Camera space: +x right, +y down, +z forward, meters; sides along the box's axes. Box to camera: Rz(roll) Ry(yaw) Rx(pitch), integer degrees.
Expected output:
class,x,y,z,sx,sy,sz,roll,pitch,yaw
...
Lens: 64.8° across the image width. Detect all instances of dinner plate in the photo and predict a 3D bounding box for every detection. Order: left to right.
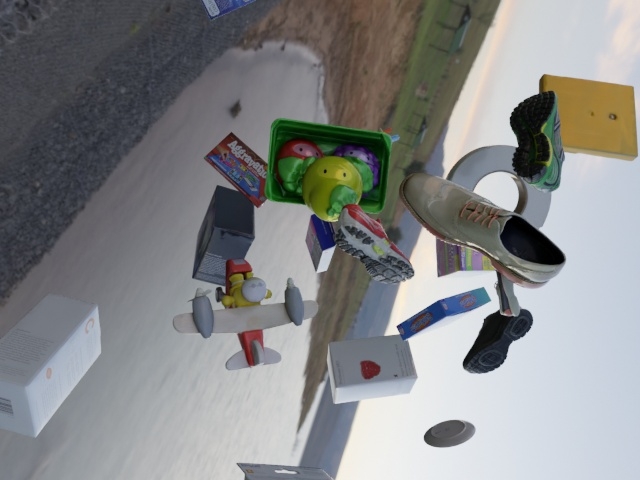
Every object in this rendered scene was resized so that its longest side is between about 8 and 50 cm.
class,x,y,z,sx,sy,sz,roll,pitch,yaw
dinner plate,0.342,0.509,1.347,0.141,0.141,0.017,-36,108,-80

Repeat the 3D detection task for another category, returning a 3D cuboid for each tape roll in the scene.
class,x,y,z,sx,sy,sz,roll,pitch,yaw
tape roll,0.641,-0.154,1.843,0.072,0.391,0.392,-95,-158,-80

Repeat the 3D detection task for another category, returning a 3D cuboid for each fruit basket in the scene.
class,x,y,z,sx,sy,sz,roll,pitch,yaw
fruit basket,0.026,-0.198,1.467,0.392,0.391,0.283,-13,110,-83

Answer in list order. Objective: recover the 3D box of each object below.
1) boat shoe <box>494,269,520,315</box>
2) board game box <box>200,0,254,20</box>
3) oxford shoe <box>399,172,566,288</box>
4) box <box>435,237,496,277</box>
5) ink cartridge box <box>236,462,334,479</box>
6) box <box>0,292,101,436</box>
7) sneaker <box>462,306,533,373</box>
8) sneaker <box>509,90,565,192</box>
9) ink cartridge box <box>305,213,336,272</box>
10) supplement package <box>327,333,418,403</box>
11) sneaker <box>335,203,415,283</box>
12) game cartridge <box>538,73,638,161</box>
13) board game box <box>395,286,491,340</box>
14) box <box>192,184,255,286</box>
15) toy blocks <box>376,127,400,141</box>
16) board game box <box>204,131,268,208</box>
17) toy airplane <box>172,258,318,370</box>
class,x,y,z,sx,sy,sz,roll,pitch,yaw
boat shoe,0.438,0.119,1.206,0.049,0.043,0.137,-31,108,-36
board game box,-0.210,-0.562,1.002,0.201,0.136,0.035,64,30,-30
oxford shoe,0.358,-0.049,1.117,0.141,0.396,0.146,-56,169,-14
box,0.465,0.008,1.649,0.243,0.117,0.214,115,-25,-80
ink cartridge box,-0.050,0.753,1.459,0.330,0.324,0.072,4,-103,59
box,-0.816,0.352,1.484,0.345,0.168,0.215,-71,174,-58
sneaker,0.572,0.321,1.672,0.286,0.109,0.130,-49,-159,10
sneaker,0.636,-0.289,1.471,0.134,0.146,0.344,-11,-125,44
ink cartridge box,0.000,0.000,2.232,0.371,0.069,0.176,111,-36,-65
supplement package,0.181,0.468,1.847,0.175,0.292,0.178,93,-11,-55
sneaker,0.144,0.007,1.235,0.279,0.107,0.118,43,39,-35
game cartridge,0.917,-0.425,1.740,0.053,0.323,0.286,91,8,-71
board game box,0.320,0.188,1.303,0.210,0.047,0.160,-8,155,-42
box,-0.404,-0.020,2.108,0.294,0.182,0.296,-59,-155,32
toy blocks,0.278,-0.452,2.202,0.123,0.148,0.054,88,-19,-65
board game box,-0.275,-0.257,1.838,0.145,0.281,0.027,-46,169,-12
toy airplane,-0.242,0.243,1.711,0.386,0.384,0.273,-52,170,-45
